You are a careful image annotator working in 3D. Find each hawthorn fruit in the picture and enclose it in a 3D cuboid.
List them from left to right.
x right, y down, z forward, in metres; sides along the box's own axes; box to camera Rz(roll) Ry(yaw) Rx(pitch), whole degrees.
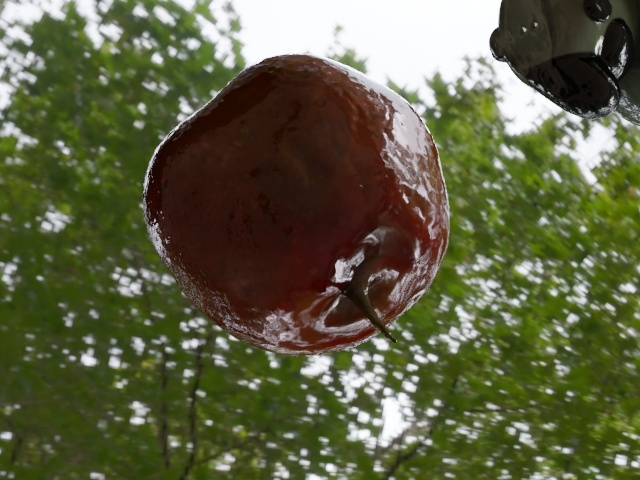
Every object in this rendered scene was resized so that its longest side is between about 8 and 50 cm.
[{"bbox_3d":[-0.006,-0.004,0.519,0.125,0.125,0.140,-27,-109,18],"label":"hawthorn fruit"}]

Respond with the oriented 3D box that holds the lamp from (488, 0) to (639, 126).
[{"bbox_3d":[0.255,-0.178,0.981,0.197,0.243,0.198,23,-62,51],"label":"lamp"}]
